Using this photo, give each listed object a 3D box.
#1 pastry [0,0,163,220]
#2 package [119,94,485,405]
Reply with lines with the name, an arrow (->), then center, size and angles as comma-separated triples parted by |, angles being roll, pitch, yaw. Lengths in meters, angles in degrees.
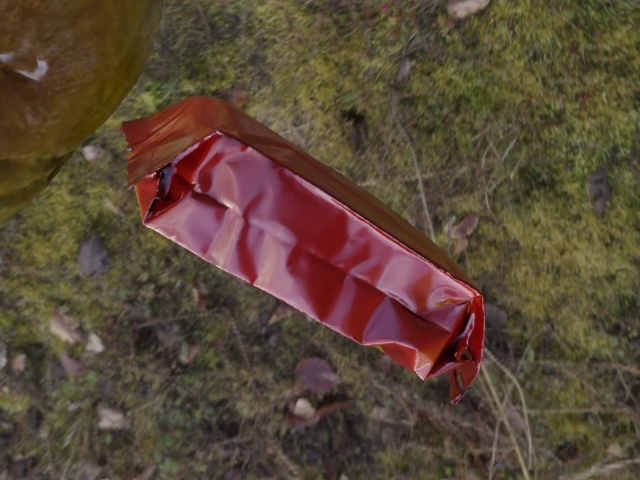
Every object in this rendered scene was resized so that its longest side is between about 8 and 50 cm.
pastry -> -0.249, -0.137, 0.594 | 0.164, 0.356, 0.356 | 41, 117, 30
package -> -0.001, 0.000, 0.949 | 0.423, 0.196, 0.123 | 32, 102, -21
